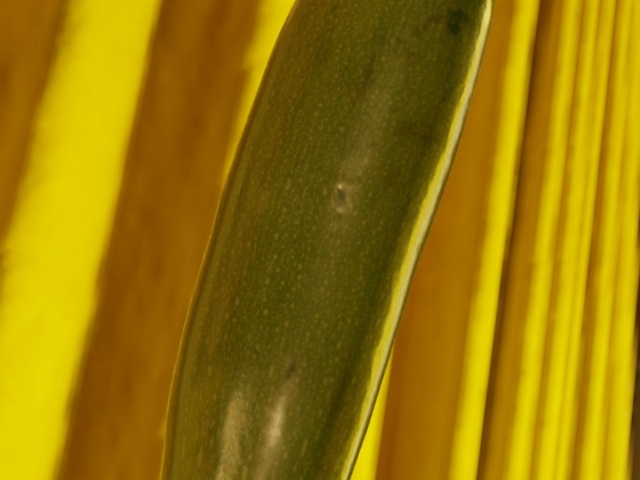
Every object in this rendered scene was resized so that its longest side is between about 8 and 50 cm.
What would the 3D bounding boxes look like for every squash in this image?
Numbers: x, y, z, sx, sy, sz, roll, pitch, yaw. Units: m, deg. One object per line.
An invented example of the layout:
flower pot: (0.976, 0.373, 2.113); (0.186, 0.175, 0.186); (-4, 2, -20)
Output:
squash: (-0.001, -0.001, 0.739); (0.082, 0.292, 0.082); (17, -7, 2)
